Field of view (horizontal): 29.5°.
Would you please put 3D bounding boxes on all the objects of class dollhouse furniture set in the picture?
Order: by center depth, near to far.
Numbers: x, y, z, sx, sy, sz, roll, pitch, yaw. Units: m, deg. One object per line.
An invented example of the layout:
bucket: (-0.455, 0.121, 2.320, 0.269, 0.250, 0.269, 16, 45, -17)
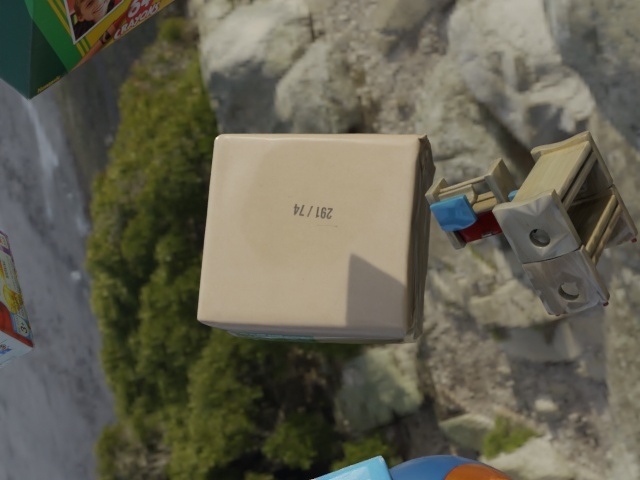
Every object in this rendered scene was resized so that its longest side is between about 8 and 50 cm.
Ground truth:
dollhouse furniture set: (0.198, -0.002, 1.217, 0.183, 0.129, 0.129, -17, 112, 38)

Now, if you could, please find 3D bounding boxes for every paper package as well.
paper package: (0.000, 0.000, 1.840, 0.168, 0.324, 0.309, 45, -132, -72)

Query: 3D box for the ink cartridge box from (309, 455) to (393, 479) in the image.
ink cartridge box: (-0.041, 0.376, 1.172, 0.129, 0.307, 0.223, 70, -179, -60)

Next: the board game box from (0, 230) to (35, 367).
board game box: (-0.400, 0.026, 1.061, 0.275, 0.144, 0.142, 45, -161, -57)

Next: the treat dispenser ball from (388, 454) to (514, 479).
treat dispenser ball: (0.156, 0.413, 1.510, 0.288, 0.288, 0.288, 40, 135, 54)

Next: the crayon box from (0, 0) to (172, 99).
crayon box: (-0.220, -0.372, 1.328, 0.106, 0.363, 0.313, 36, 142, 12)
